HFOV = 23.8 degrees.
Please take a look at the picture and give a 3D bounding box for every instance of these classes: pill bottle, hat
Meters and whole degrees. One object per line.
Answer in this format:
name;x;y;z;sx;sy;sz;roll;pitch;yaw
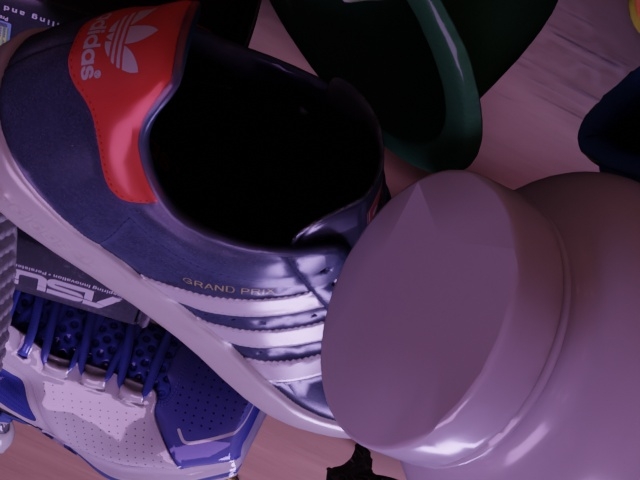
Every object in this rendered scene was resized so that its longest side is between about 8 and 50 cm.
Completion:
pill bottle;0.163;0.081;0.717;0.323;0.181;0.181;24;152;-32
hat;0.090;-0.144;0.712;0.208;0.184;0.173;51;165;15

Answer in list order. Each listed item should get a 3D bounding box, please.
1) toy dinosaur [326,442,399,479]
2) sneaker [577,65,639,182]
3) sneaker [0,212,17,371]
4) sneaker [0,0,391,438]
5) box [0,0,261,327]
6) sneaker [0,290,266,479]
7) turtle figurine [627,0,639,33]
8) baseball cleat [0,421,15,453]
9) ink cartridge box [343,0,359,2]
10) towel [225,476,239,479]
toy dinosaur;0.099;0.249;1.146;0.218;0.164;0.322;9;156;26
sneaker;0.218;-0.049;0.667;0.126;0.091;0.240;11;163;-41
sneaker;-0.260;-0.030;0.796;0.150;0.135;0.366;8;136;11
sneaker;0.000;0.000;0.753;0.148;0.131;0.350;-17;145;39
box;-0.253;-0.107;0.873;0.395;0.097;0.318;18;150;-7
sneaker;-0.197;0.072;1.112;0.316;0.127;0.182;11;149;21
turtle figurine;0.211;-0.108;0.581;0.217;0.087;0.269;-19;106;26
baseball cleat;-0.378;0.142;1.406;0.206;0.072;0.109;5;131;19
ink cartridge box;0.078;-0.197;0.511;0.235;0.056;0.171;-17;88;48
towel;-0.113;0.217;1.390;0.083;0.009;0.060;19;149;5
